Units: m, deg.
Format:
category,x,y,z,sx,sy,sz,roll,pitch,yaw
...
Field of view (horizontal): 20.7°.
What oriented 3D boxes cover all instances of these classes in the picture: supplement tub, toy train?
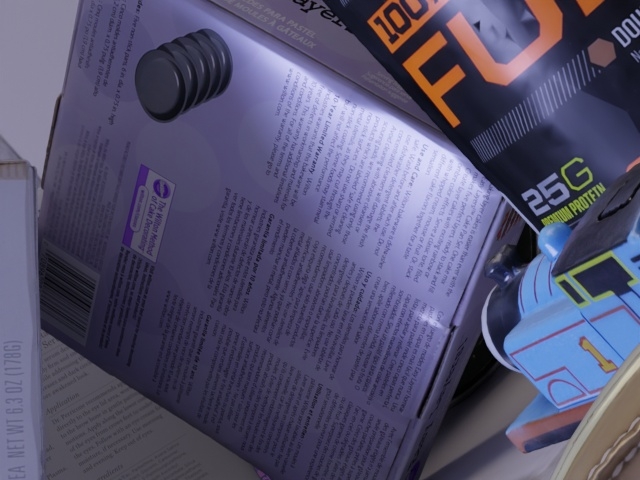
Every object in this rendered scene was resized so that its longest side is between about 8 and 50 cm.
category,x,y,z,sx,sy,sz,roll,pitch,yaw
supplement tub,0.109,-0.133,0.721,0.207,0.338,0.207,-43,2,2
toy train,0.113,0.029,0.548,0.080,0.105,0.184,-43,2,-22

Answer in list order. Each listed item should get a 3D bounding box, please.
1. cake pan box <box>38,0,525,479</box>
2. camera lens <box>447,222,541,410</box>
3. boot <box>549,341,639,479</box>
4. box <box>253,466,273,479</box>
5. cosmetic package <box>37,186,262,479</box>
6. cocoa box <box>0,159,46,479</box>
category,x,y,z,sx,sy,sz,roll,pitch,yaw
cake pan box,-0.029,0.000,0.911,0.070,0.245,0.267,-38,-28,-48
camera lens,0.000,0.000,1.136,0.219,0.219,0.274,-43,15,-11
boot,0.136,0.038,0.375,0.213,0.077,0.165,-40,4,7
box,-0.103,0.177,1.451,0.213,0.117,0.243,-43,3,-8
cosmetic package,-0.243,0.164,1.073,0.377,0.284,0.097,-29,-5,-33
cocoa box,-0.249,0.147,0.841,0.227,0.347,0.231,-2,-7,-12
